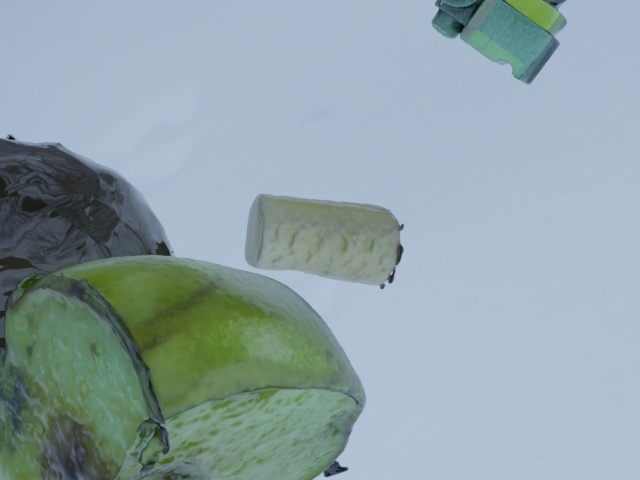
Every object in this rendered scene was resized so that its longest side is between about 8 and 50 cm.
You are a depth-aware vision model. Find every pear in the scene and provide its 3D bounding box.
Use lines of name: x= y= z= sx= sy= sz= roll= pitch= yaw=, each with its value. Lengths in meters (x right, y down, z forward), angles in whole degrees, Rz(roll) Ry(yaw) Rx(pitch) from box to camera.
pear: x=-0.077 y=0.094 z=0.675 sx=0.164 sy=0.256 sz=0.238 roll=58 pitch=137 yaw=27

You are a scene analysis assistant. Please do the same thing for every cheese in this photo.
cheese: x=0.000 y=0.000 z=1.140 sx=0.167 sy=0.093 sz=0.123 roll=6 pitch=16 yaw=-15

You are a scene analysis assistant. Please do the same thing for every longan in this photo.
longan: x=-0.335 y=0.073 z=1.004 sx=0.391 sy=0.391 sz=0.391 roll=-24 pitch=33 yaw=17

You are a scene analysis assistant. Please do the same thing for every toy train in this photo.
toy train: x=0.188 y=-0.249 z=0.858 sx=0.200 sy=0.132 sz=0.083 roll=-54 pitch=-9 yaw=17

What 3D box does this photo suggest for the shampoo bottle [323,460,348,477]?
shampoo bottle: x=-0.009 y=0.152 z=0.914 sx=0.048 sy=0.137 sz=0.027 roll=-18 pitch=-2 yaw=37
